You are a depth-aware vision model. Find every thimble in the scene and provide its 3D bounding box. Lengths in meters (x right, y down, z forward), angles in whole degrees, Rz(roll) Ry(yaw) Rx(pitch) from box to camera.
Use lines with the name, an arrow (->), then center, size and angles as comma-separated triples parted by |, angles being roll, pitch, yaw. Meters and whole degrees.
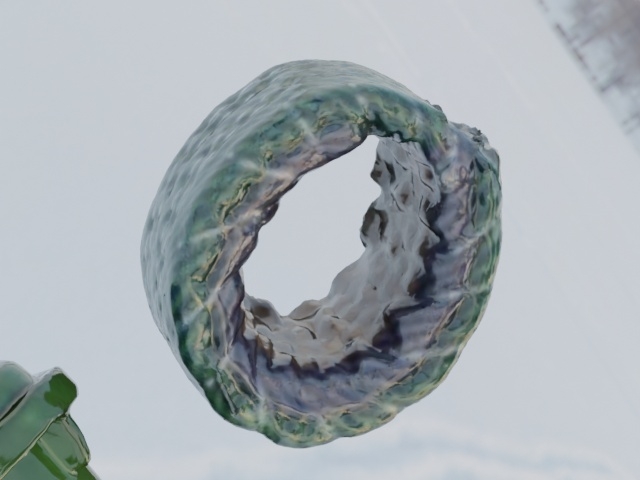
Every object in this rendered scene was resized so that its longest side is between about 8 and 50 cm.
thimble -> -0.002, 0.001, 0.579 | 0.118, 0.135, 0.090 | 22, 9, -21

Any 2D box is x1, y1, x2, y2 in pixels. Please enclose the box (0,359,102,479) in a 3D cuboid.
box -> -0.172, 0.210, 0.535 | 0.178, 0.329, 0.253 | 44, -21, -7
